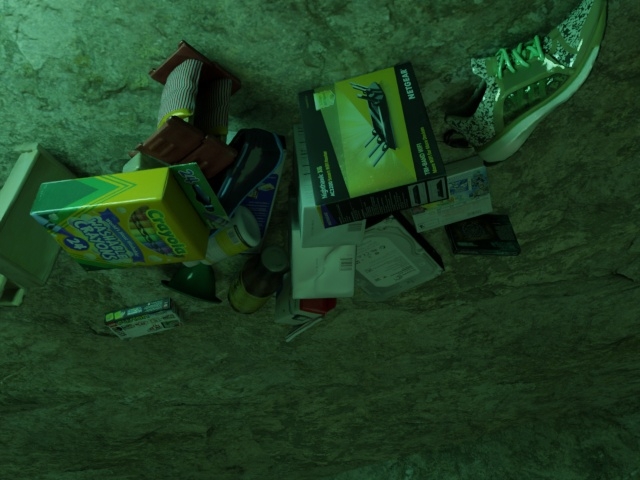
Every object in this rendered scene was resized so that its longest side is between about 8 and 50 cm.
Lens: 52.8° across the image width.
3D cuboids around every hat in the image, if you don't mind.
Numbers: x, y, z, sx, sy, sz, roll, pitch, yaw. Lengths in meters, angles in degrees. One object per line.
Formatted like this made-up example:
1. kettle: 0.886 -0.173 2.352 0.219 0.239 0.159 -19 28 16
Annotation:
1. hat: -0.318 0.058 1.731 0.173 0.183 0.208 19 179 -17

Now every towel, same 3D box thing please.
1. towel: -0.016 0.216 1.879 0.144 0.197 0.029 -38 96 29

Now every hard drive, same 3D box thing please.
1. hard drive: 0.170 0.042 1.779 0.237 0.064 0.339 -25 140 21

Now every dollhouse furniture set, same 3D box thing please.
1. dollhouse furniture set: -0.329 -0.187 1.283 0.374 0.201 0.152 -30 138 35
2. dollhouse furniture set: -0.746 -0.046 1.415 0.394 0.256 0.362 -2 147 28

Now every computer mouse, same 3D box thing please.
1. computer mouse: 0.245 -0.216 1.476 0.242 0.041 0.071 -5 142 -6

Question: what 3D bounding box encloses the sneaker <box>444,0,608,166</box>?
1. sneaker: 0.396 -0.332 1.291 0.182 0.158 0.410 25 129 -13

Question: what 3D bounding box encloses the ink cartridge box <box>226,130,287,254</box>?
1. ink cartridge box: -0.199 -0.100 1.519 0.176 0.069 0.371 2 139 -15

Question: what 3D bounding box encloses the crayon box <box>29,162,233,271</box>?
1. crayon box: -0.357 -0.038 1.251 0.323 0.083 0.203 -7 143 13

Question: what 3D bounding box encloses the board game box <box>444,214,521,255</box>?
1. board game box: 0.424 -0.016 1.701 0.186 0.126 0.026 2 141 -13

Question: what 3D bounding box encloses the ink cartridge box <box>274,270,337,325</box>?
1. ink cartridge box: -0.041 0.143 1.756 0.078 0.134 0.231 14 155 -26

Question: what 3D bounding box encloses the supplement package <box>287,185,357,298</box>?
1. supplement package: 0.000 0.000 1.530 0.149 0.203 0.194 -1 124 -5

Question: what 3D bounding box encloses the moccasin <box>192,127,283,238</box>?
1. moccasin: -0.228 -0.121 1.347 0.342 0.137 0.117 -46 144 22

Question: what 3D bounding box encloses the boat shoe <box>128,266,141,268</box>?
1. boat shoe: -0.479 0.002 1.484 0.089 0.285 0.104 28 86 -49

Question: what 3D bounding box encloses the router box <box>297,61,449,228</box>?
1. router box: 0.095 -0.191 1.259 0.243 0.308 0.081 -14 145 7

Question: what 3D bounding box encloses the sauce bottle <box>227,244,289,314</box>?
1. sauce bottle: -0.160 0.100 1.681 0.111 0.111 0.344 6 156 -18

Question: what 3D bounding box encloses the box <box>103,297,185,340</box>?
1. box: -0.519 0.235 1.910 0.207 0.036 0.114 -14 142 7

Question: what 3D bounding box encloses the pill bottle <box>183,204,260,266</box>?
1. pill bottle: -0.240 -0.004 1.502 0.184 0.103 0.103 -22 141 17

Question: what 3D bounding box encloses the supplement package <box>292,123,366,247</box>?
1. supplement package: 0.015 -0.123 1.383 0.134 0.244 0.139 -3 143 -6

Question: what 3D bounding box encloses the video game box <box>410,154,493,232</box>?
1. video game box: 0.320 -0.113 1.619 0.205 0.048 0.187 -16 144 9
